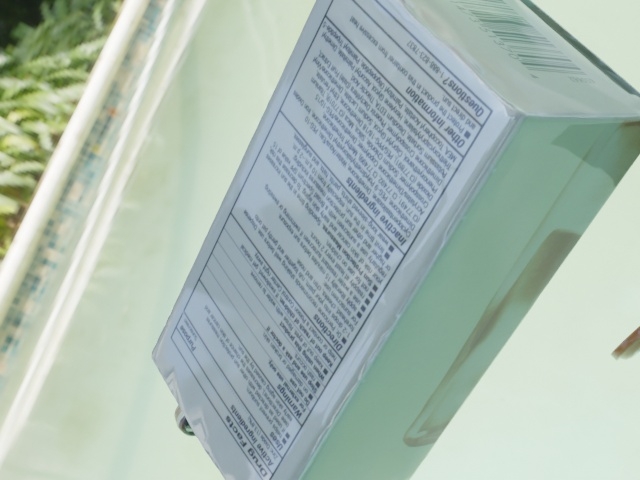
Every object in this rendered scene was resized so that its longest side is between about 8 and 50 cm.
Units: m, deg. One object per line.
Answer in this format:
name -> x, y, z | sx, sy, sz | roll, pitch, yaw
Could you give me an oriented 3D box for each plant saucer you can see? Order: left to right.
plant saucer -> 0.265, 0.067, 0.851 | 0.083, 0.013, 0.083 | -36, -18, -14

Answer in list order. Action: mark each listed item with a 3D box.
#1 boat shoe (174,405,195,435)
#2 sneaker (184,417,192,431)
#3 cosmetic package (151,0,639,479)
boat shoe -> -0.105, 0.154, 1.287 | 0.190, 0.068, 0.072 | -37, 53, -22
sneaker -> 0.000, 0.000, 0.862 | 0.134, 0.146, 0.343 | 123, 162, -77
cosmetic package -> 0.033, 0.006, 0.611 | 0.153, 0.129, 0.296 | 52, 128, 31
